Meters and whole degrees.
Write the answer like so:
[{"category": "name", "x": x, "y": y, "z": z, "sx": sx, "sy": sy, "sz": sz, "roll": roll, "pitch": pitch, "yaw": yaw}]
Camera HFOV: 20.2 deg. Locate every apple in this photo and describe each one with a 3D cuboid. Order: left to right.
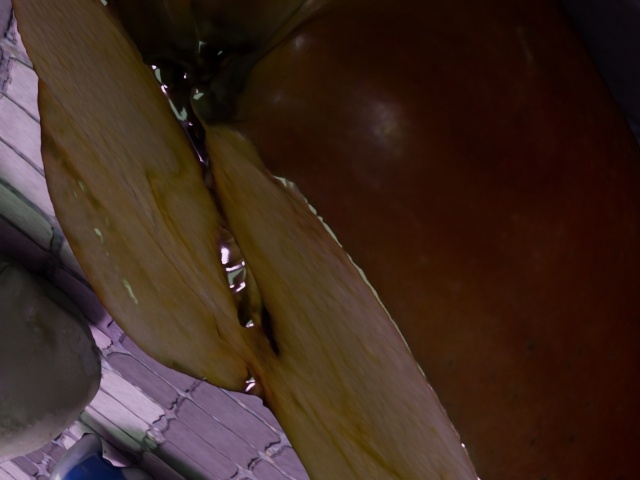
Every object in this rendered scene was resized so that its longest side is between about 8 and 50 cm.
[{"category": "apple", "x": 0.000, "y": 0.000, "z": 0.796, "sx": 0.328, "sy": 0.295, "sz": 0.365, "roll": 4, "pitch": 146, "yaw": 10}]

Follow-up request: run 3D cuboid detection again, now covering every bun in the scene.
[{"category": "bun", "x": -0.332, "y": 0.094, "z": 1.543, "sx": 0.283, "sy": 0.283, "sz": 0.179, "roll": 3, "pitch": 111, "yaw": 54}]

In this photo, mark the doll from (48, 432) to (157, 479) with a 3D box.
[{"category": "doll", "x": -0.174, "y": 0.314, "z": 1.865, "sx": 0.257, "sy": 0.161, "sz": 0.215, "roll": 46, "pitch": 176, "yaw": 23}]
